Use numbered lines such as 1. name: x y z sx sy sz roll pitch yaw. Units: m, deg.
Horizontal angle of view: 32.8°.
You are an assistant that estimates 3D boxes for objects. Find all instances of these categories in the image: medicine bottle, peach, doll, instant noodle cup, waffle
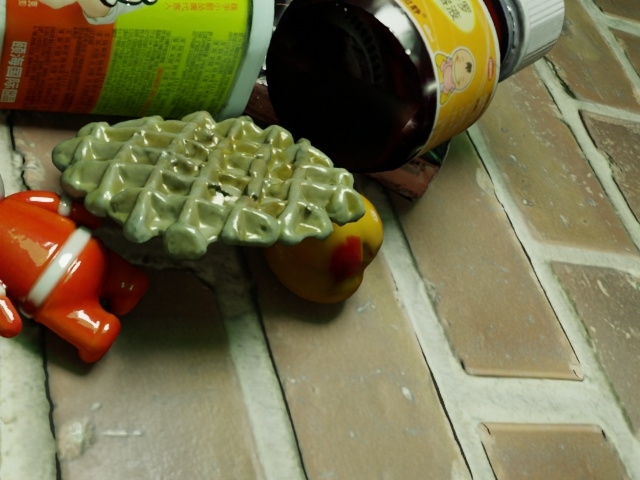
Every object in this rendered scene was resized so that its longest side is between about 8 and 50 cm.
1. medicine bottle: 0.132 -0.252 1.351 0.242 0.242 0.395 42 47 11
2. peach: 0.000 0.000 1.240 0.138 0.138 0.138 19 41 -17
3. doll: -0.332 -0.012 1.063 0.336 0.105 0.200 35 39 -10
4. instant noodle cup: -0.255 -0.273 1.275 0.307 0.294 0.294 -6 52 -28
5. waffle: -0.120 -0.069 1.154 0.291 0.056 0.309 -10 32 -33

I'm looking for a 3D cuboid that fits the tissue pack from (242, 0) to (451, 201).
1. tissue pack: 0.031 -0.208 1.496 0.332 0.123 0.245 26 48 -4
